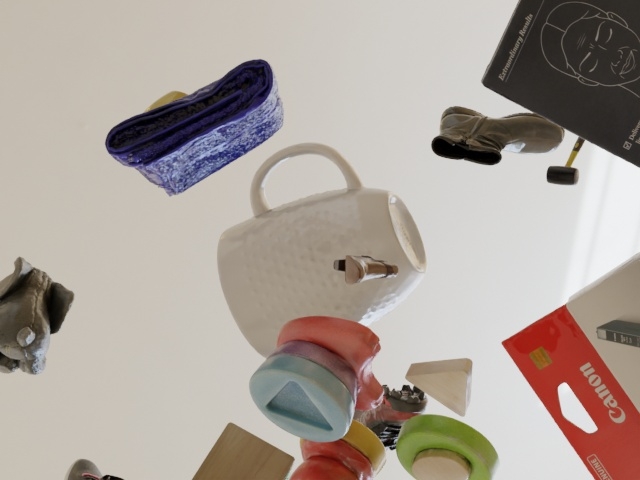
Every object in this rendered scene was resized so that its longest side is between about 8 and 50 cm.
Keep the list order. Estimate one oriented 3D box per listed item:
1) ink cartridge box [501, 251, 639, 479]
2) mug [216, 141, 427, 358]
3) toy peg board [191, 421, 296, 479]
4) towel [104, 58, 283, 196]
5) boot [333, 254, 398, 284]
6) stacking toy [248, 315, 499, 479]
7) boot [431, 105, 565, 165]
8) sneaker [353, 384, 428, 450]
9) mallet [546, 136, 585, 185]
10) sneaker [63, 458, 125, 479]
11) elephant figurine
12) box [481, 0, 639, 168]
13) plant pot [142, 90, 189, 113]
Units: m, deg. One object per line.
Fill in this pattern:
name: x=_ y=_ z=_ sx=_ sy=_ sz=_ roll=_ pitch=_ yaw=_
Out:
ink cartridge box: x=0.447 y=0.207 z=1.604 sx=0.296 sy=0.261 sz=0.066 roll=56 pitch=-163 yaw=3
mug: x=0.000 y=0.000 z=2.059 sx=0.374 sy=0.328 sz=0.276 roll=69 pitch=-161 yaw=4
toy peg board: x=-0.149 y=0.471 z=2.160 sx=0.161 sy=0.161 sz=0.079 roll=24 pitch=158 yaw=24
towel: x=-0.151 y=-0.139 z=1.477 sx=0.308 sy=0.228 sz=0.076 roll=78 pitch=167 yaw=-87
boot: x=0.074 y=0.043 z=1.634 sx=0.118 sy=0.087 sz=0.042 roll=-151 pitch=67 yaw=-69
stacking toy: x=0.057 y=0.249 z=1.336 sx=0.130 sy=0.280 sz=0.309 roll=-59 pitch=-35 yaw=-39
boot: x=0.332 y=-0.178 z=2.056 sx=0.161 sy=0.247 sz=0.083 roll=-72 pitch=-12 yaw=-60
sneaker: x=0.119 y=0.327 z=2.006 sx=0.276 sy=0.098 sz=0.135 roll=159 pitch=115 yaw=-68
mallet: x=0.511 y=-0.176 z=2.263 sx=0.189 sy=0.062 sz=0.039 roll=-62 pitch=-34 yaw=-45
sneaker: x=-0.412 y=0.484 z=2.098 sx=0.105 sy=0.147 sz=0.295 roll=25 pitch=-161 yaw=-26
elephant figurine: x=-0.536 y=0.109 z=1.998 sx=0.169 sy=0.186 sz=0.239 roll=72 pitch=-152 yaw=-52
box: x=0.523 y=-0.314 z=1.832 sx=0.395 sy=0.293 sz=0.212 roll=32 pitch=-152 yaw=17
plant pot: x=-0.279 y=-0.231 z=2.123 sx=0.134 sy=0.095 sz=0.134 roll=22 pitch=163 yaw=7
